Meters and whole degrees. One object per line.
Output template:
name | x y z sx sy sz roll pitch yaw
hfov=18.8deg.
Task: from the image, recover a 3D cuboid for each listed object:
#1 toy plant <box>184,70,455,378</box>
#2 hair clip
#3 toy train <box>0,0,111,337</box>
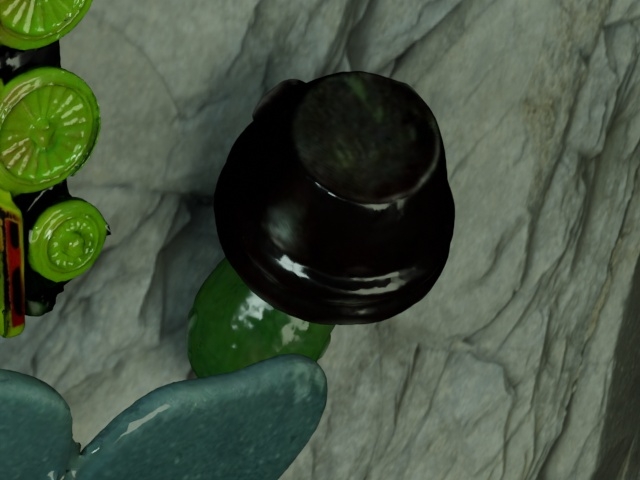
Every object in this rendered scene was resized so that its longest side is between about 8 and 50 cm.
toy plant | 0.000 0.000 1.390 0.218 0.175 0.235 -43 163 -35
hair clip | -0.233 0.188 1.145 0.318 0.238 0.392 21 93 -52
toy train | -0.210 -0.076 1.144 0.160 0.100 0.296 -21 125 -34
